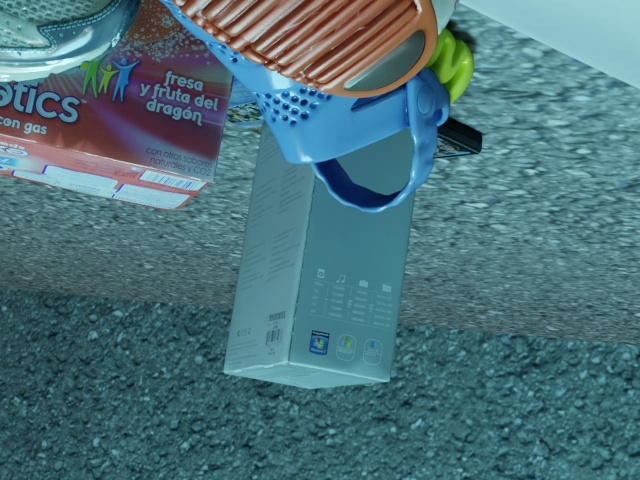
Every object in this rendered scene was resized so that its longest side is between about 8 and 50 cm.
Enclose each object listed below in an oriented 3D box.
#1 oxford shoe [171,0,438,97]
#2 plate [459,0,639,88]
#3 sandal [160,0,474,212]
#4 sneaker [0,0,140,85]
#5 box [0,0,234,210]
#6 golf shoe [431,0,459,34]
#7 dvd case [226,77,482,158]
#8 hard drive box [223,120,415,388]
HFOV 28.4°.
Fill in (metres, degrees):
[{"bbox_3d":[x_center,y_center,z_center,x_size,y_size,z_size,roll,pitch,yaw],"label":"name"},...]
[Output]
[{"bbox_3d":[-0.047,-0.169,0.518,0.097,0.098,0.271,-33,120,25],"label":"oxford shoe"},{"bbox_3d":[0.257,-0.140,0.714,0.278,0.045,0.277,16,168,-34],"label":"plate"},{"bbox_3d":[0.002,-0.112,0.839,0.126,0.138,0.317,3,166,38],"label":"sandal"},{"bbox_3d":[-0.241,-0.178,0.715,0.283,0.110,0.122,18,162,2],"label":"sneaker"},{"bbox_3d":[-0.222,-0.127,0.925,0.300,0.142,0.154,12,169,-14],"label":"box"},{"bbox_3d":[-0.051,-0.176,0.599,0.273,0.120,0.105,10,171,2],"label":"golf shoe"},{"bbox_3d":[-0.001,-0.115,1.129,0.180,0.022,0.253,-3,164,45],"label":"dvd case"},{"bbox_3d":[0.000,0.000,1.045,0.089,0.232,0.181,12,169,-18],"label":"hard drive box"}]
